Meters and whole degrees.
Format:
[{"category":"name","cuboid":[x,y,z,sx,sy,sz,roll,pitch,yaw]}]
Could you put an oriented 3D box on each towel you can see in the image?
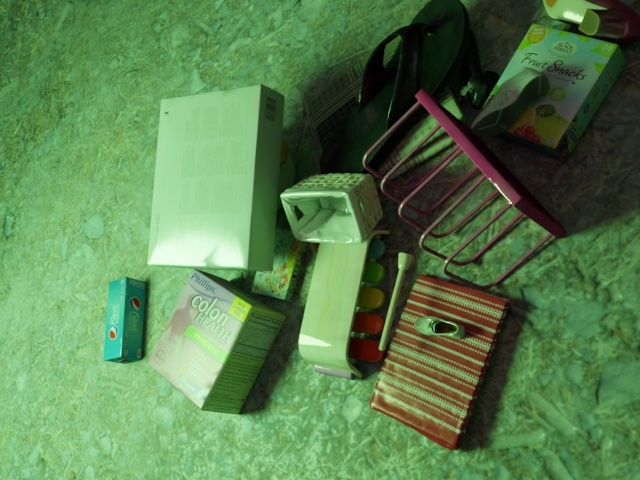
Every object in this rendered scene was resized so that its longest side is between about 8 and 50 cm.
[{"category":"towel","cuboid":[0.210,0.211,1.172,0.199,0.031,0.274,16,82,41]},{"category":"towel","cuboid":[0.136,-0.272,1.403,0.324,0.056,0.312,-34,53,25]}]

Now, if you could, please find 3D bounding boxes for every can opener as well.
[{"category":"can opener","cuboid":[0.304,-0.339,1.300,0.059,0.073,0.186,117,149,-55]}]

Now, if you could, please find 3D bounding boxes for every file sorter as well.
[{"category":"file sorter","cuboid":[0.239,-0.080,1.152,0.182,0.202,0.290,-45,53,19]}]

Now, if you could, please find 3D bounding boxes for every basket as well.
[{"category":"basket","cuboid":[0.026,-0.068,1.288,0.167,0.113,0.103,2,32,35]}]

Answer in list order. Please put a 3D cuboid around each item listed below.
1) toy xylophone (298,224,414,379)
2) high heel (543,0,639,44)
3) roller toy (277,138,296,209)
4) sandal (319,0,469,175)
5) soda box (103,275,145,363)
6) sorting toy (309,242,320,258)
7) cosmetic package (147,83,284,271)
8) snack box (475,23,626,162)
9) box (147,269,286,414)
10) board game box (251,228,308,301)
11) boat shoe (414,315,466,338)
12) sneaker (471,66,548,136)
[{"category":"toy xylophone","cuboid":[0.068,0.115,1.278,0.236,0.081,0.322,13,81,39]},{"category":"high heel","cuboid":[0.498,-0.429,1.192,0.244,0.117,0.082,-108,25,-52]},{"category":"roller toy","cuboid":[-0.167,-0.156,1.511,0.209,0.146,0.191,20,86,39]},{"category":"sandal","cuboid":[0.140,-0.300,1.300,0.167,0.107,0.445,40,100,43]},{"category":"soda box","cuboid":[-0.501,0.204,1.676,0.071,0.067,0.210,-17,63,31]},{"category":"sorting toy","cuboid":[0.000,0.000,1.416,0.062,0.012,0.083,-42,54,17]},{"category":"cosmetic package","cuboid":[-0.226,-0.126,1.401,0.285,0.097,0.377,1,85,30]},{"category":"snack box","cuboid":[0.410,-0.268,1.176,0.174,0.070,0.207,33,93,40]},{"category":"box","cuboid":[-0.231,0.220,1.438,0.214,0.117,0.242,26,89,40]},{"category":"board game box","cuboid":[-0.089,0.052,1.454,0.104,0.026,0.154,7,78,38]},{"category":"boat shoe","cuboid":[0.206,0.153,1.156,0.100,0.035,0.035,9,77,41]},{"category":"sneaker","cuboid":[0.328,-0.243,1.156,0.152,0.054,0.061,-40,38,16]}]
